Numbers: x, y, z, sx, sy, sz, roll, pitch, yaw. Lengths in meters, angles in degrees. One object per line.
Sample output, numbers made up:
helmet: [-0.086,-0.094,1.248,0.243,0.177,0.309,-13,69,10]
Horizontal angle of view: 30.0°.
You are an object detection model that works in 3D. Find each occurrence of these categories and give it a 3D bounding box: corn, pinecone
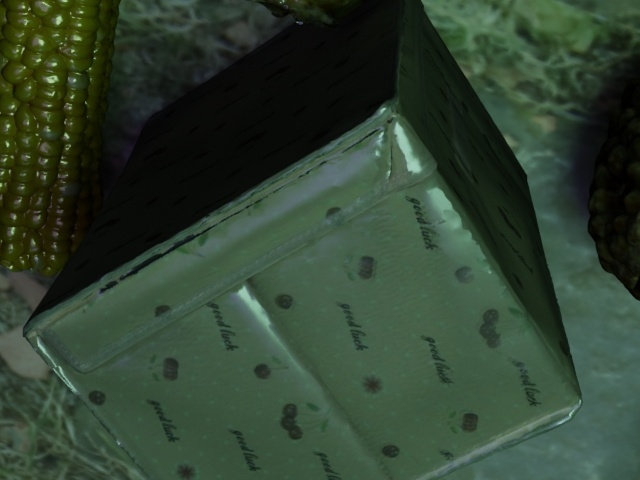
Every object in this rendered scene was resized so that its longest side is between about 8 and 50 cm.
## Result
corn: [-0.180,-0.119,0.775,0.102,0.102,0.312,11,113,0]
pinecone: [0.269,-0.025,0.731,0.205,0.184,0.179,10,134,-9]

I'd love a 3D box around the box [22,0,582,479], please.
box: [0.000,0.000,0.701,0.225,0.297,0.190,-29,109,17]

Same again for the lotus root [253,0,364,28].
lotus root: [-0.001,-0.260,0.646,0.152,0.160,0.274,21,102,6]
